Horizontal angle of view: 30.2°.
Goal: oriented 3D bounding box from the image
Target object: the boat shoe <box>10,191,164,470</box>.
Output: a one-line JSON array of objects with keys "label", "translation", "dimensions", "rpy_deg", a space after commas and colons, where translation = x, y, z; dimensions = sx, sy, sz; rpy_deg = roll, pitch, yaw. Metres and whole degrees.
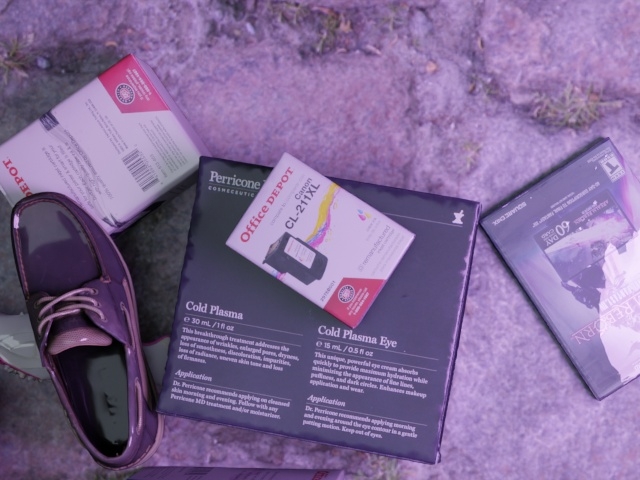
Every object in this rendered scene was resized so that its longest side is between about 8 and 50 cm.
[{"label": "boat shoe", "translation": [-0.276, 0.104, 1.415], "dimensions": [0.132, 0.130, 0.355], "rpy_deg": [-23, 89, -5]}]

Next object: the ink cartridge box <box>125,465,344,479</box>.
[{"label": "ink cartridge box", "translation": [-0.109, 0.391, 1.457], "dimensions": [0.270, 0.198, 0.197], "rpy_deg": [-1, 89, 6]}]

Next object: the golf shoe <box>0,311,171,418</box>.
[{"label": "golf shoe", "translation": [-0.324, 0.131, 1.536], "dimensions": [0.306, 0.115, 0.140], "rpy_deg": [25, 84, -2]}]

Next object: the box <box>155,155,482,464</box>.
[{"label": "box", "translation": [0.005, 0.080, 1.458], "dimensions": [0.343, 0.179, 0.312], "rpy_deg": [10, 91, 5]}]

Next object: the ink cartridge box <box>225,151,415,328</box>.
[{"label": "ink cartridge box", "translation": [0.000, 0.000, 1.335], "dimensions": [0.175, 0.072, 0.127], "rpy_deg": [33, 92, 5]}]

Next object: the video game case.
[{"label": "video game case", "translation": [0.357, 0.036, 1.501], "dimensions": [0.196, 0.026, 0.274], "rpy_deg": [-33, 85, 5]}]

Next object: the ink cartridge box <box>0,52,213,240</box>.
[{"label": "ink cartridge box", "translation": [-0.281, -0.099, 1.529], "dimensions": [0.237, 0.100, 0.172], "rpy_deg": [-35, 87, 4]}]
